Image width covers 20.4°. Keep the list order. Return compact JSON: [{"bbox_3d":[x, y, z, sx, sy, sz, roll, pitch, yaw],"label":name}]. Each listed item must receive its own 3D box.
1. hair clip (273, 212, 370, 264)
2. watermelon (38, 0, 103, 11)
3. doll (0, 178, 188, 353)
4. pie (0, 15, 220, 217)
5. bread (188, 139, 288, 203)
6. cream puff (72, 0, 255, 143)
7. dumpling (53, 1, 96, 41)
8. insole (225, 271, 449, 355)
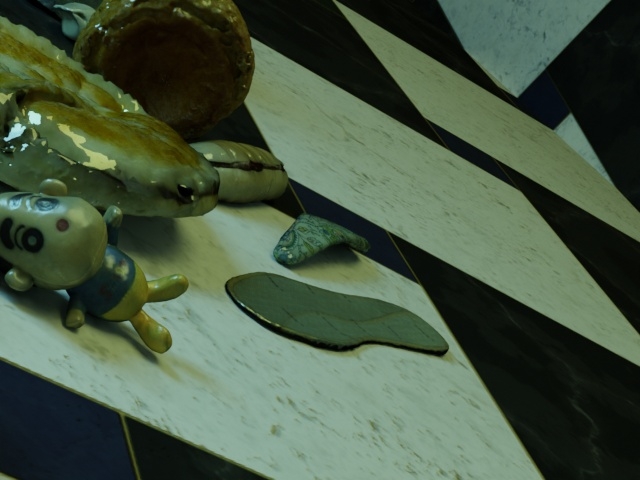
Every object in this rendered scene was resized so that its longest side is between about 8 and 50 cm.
[{"bbox_3d":[0.001,-0.002,1.841,0.066,0.036,0.229,31,13,14],"label":"hair clip"},{"bbox_3d":[-0.296,-0.365,2.094,0.387,0.258,0.228,-6,14,27],"label":"watermelon"},{"bbox_3d":[-0.177,0.015,1.303,0.179,0.102,0.089,25,-26,-21],"label":"doll"},{"bbox_3d":[-0.241,-0.109,1.578,0.339,0.077,0.339,28,14,-8],"label":"pie"},{"bbox_3d":[-0.088,-0.074,1.842,0.073,0.053,0.214,43,16,19],"label":"bread"},{"bbox_3d":[-0.163,-0.203,1.811,0.183,0.183,0.169,28,24,-22],"label":"cream puff"},{"bbox_3d":[-0.276,-0.247,2.017,0.059,0.043,0.077,17,5,36],"label":"dumpling"},{"bbox_3d":[0.021,0.072,1.697,0.119,0.009,0.348,42,16,31],"label":"insole"}]
